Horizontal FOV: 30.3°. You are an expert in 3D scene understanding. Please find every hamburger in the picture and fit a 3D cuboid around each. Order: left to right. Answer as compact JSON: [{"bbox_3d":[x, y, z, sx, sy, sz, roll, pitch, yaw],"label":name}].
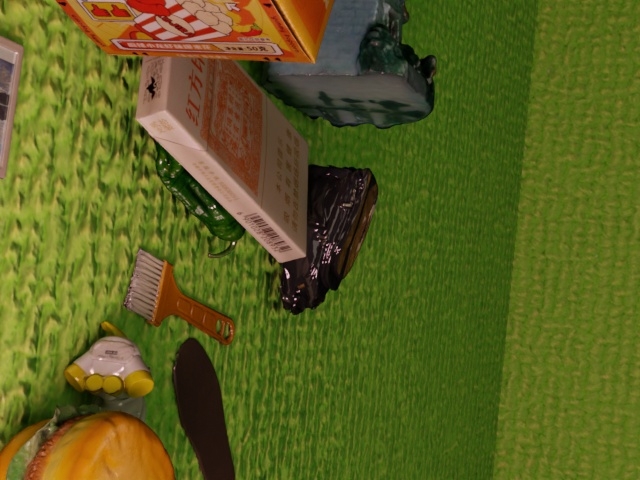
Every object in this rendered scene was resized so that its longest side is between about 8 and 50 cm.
[{"bbox_3d":[-0.276,0.300,1.303,0.246,0.170,0.246,-8,90,-67],"label":"hamburger"}]

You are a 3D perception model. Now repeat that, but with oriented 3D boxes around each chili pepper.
[{"bbox_3d":[-0.159,-0.071,1.618,0.257,0.074,0.100,52,46,-51],"label":"chili pepper"}]

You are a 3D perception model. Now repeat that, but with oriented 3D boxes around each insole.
[{"bbox_3d":[-0.167,0.280,1.749,0.111,0.007,0.327,-53,142,-48],"label":"insole"}]

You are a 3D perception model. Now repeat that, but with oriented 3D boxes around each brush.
[{"bbox_3d":[-0.186,0.096,1.656,0.314,0.017,0.090,42,57,-62],"label":"brush"}]

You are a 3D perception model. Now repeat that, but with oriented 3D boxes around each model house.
[{"bbox_3d":[0.061,-0.371,1.860,0.295,0.252,0.329,22,69,-65],"label":"model house"}]

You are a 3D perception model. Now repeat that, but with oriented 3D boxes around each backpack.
[{"bbox_3d":[0.000,0.000,1.935,0.206,0.133,0.258,40,65,-72],"label":"backpack"}]

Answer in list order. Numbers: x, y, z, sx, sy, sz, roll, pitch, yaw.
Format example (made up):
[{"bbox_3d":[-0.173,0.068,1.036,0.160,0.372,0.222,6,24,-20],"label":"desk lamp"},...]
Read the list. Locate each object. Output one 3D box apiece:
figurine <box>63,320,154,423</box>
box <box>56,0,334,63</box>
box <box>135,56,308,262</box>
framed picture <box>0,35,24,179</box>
[{"bbox_3d":[-0.247,0.196,1.456,0.129,0.109,0.178,-88,174,-61],"label":"figurine"},{"bbox_3d":[-0.147,-0.349,1.312,0.259,0.283,0.214,57,45,-54],"label":"box"},{"bbox_3d":[-0.120,-0.144,1.585,0.365,0.051,0.204,46,37,-48],"label":"box"},{"bbox_3d":[-0.372,-0.151,1.178,0.203,0.015,0.150,20,76,-66],"label":"framed picture"}]
